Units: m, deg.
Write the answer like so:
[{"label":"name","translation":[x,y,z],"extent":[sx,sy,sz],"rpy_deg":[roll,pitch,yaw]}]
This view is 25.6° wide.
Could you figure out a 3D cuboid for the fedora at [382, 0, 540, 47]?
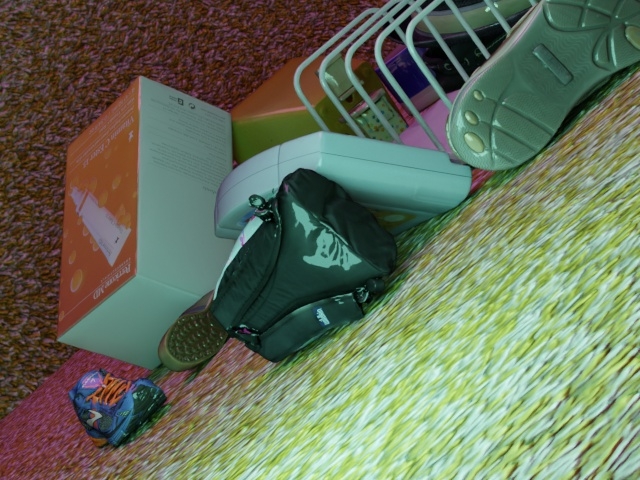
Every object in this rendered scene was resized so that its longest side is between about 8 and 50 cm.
[{"label":"fedora","translation":[0.204,-0.388,1.892],"extent":[0.334,0.152,0.334],"rpy_deg":[-21,24,10]}]

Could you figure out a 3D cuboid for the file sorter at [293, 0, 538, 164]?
[{"label":"file sorter","translation":[0.127,-0.197,1.659],"extent":[0.193,0.173,0.277],"rpy_deg":[-43,15,-25]}]

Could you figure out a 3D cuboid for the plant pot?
[{"label":"plant pot","translation":[0.010,-0.161,2.153],"extent":[0.187,0.212,0.212],"rpy_deg":[-11,27,51]}]

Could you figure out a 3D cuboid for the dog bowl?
[{"label":"dog bowl","translation":[0.225,-0.342,2.470],"extent":[0.265,0.104,0.265],"rpy_deg":[-40,7,6]}]

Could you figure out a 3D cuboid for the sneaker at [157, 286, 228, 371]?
[{"label":"sneaker","translation":[-0.163,0.125,1.802],"extent":[0.086,0.064,0.192],"rpy_deg":[-45,3,35]}]

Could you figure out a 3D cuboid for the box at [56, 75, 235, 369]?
[{"label":"box","translation":[-0.250,-0.024,2.035],"extent":[0.215,0.168,0.345],"rpy_deg":[-37,45,39]}]

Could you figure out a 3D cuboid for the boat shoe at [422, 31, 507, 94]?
[{"label":"boat shoe","translation":[0.231,-0.287,1.995],"extent":[0.127,0.113,0.340],"rpy_deg":[-42,3,-12]}]

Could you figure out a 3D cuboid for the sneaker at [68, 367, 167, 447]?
[{"label":"sneaker","translation":[-0.260,0.199,1.722],"extent":[0.083,0.087,0.221],"rpy_deg":[-45,8,-29]}]

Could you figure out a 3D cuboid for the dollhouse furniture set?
[{"label":"dollhouse furniture set","translation":[0.028,-0.139,1.917],"extent":[0.161,0.182,0.101],"rpy_deg":[-41,7,-7]}]

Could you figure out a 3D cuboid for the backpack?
[{"label":"backpack","translation":[-0.020,0.032,1.357],"extent":[0.182,0.152,0.115],"rpy_deg":[-50,-6,37]}]

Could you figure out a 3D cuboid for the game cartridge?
[{"label":"game cartridge","translation":[0.003,-0.044,1.497],"extent":[0.198,0.062,0.297],"rpy_deg":[4,-13,-24]}]

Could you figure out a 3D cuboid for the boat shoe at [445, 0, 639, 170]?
[{"label":"boat shoe","translation":[0.245,-0.196,1.407],"extent":[0.324,0.123,0.116],"rpy_deg":[-39,5,-5]}]
